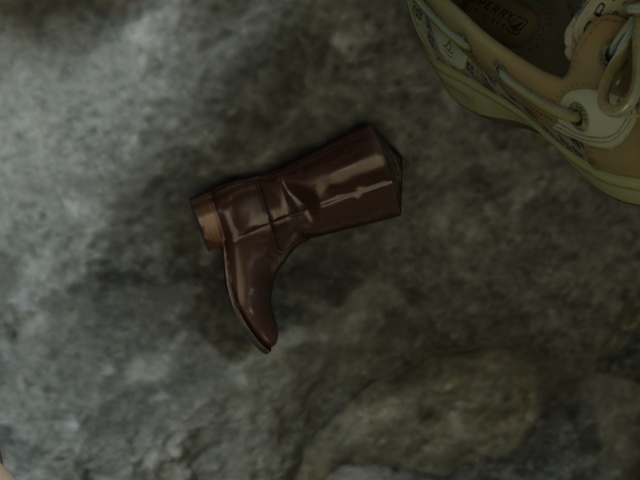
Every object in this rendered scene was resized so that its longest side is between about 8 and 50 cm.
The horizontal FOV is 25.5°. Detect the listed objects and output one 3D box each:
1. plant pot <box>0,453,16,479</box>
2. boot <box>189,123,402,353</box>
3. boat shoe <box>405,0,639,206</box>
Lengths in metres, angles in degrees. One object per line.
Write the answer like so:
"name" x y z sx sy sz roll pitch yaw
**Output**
"plant pot" -0.252 0.132 0.687 0.263 0.229 0.263 -2 118 -5
"boot" 0.000 0.000 0.759 0.114 0.037 0.106 -21 120 0
"boat shoe" 0.111 -0.089 0.582 0.104 0.285 0.089 -48 120 -9
